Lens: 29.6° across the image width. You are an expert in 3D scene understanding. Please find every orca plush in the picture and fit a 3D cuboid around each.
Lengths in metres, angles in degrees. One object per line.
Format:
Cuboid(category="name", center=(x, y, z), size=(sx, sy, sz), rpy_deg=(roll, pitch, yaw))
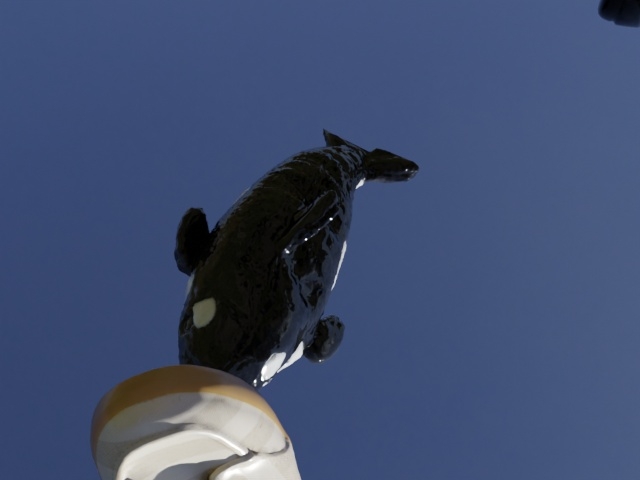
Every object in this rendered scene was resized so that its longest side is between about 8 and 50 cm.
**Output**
Cuboid(category="orca plush", center=(0.000, 0.000, 0.889), size=(0.151, 0.102, 0.287), rpy_deg=(54, -134, -2))

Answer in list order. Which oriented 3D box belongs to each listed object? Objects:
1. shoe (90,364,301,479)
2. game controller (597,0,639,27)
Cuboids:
Cuboid(category="shoe", center=(-0.035, 0.129, 0.526), size=(0.076, 0.219, 0.058), rpy_deg=(-27, -131, -4))
Cuboid(category="game controller", center=(0.231, -0.247, 0.783), size=(0.067, 0.167, 0.319), rpy_deg=(14, -153, 11))
